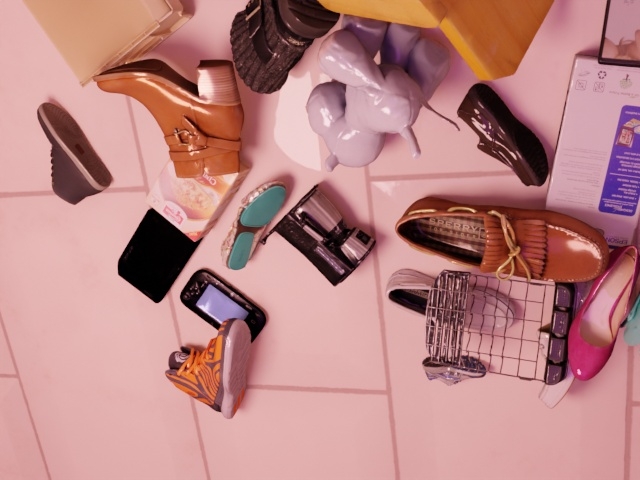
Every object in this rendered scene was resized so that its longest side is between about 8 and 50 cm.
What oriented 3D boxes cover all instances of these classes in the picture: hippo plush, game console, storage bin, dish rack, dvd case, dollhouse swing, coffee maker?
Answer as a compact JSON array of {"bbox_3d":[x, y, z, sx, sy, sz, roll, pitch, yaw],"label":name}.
[{"bbox_3d":[0.104,-0.248,1.302,0.294,0.234,0.236,51,147,8],"label":"hippo plush"},{"bbox_3d":[-0.276,0.094,1.610,0.361,0.044,0.213,36,117,-1],"label":"game console"},{"bbox_3d":[-0.424,-0.477,1.378,0.260,0.123,0.262,-29,100,24],"label":"storage bin"},{"bbox_3d":[0.337,0.159,1.357,0.271,0.074,0.208,7,95,18],"label":"dish rack"},{"bbox_3d":[0.591,-0.363,1.149,0.252,0.022,0.181,8,93,13],"label":"dvd case"},{"bbox_3d":[0.184,-0.467,1.145,0.315,0.305,0.347,22,78,35],"label":"dollhouse swing"},{"bbox_3d":[0.000,0.000,1.465,0.178,0.120,0.171,45,141,-3],"label":"coffee maker"}]

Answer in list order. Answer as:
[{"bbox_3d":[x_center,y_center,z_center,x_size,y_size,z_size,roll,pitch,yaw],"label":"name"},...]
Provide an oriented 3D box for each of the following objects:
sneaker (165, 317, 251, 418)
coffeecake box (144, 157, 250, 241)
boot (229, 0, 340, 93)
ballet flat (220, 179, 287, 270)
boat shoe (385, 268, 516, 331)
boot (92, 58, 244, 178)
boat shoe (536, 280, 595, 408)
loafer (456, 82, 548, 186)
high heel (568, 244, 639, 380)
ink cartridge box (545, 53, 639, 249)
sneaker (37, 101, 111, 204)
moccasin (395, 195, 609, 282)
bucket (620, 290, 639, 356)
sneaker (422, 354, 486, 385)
[{"bbox_3d":[-0.261,0.275,1.605,0.180,0.125,0.321,20,132,10],"label":"sneaker"},{"bbox_3d":[-0.258,-0.116,1.493,0.142,0.068,0.185,38,113,5],"label":"coffeecake box"},{"bbox_3d":[-0.057,-0.459,1.269,0.131,0.348,0.260,16,162,-20],"label":"boot"},{"bbox_3d":[-0.152,-0.043,1.499,0.091,0.077,0.241,12,123,-37],"label":"ballet flat"},{"bbox_3d":[0.260,0.130,1.442,0.267,0.088,0.096,21,115,8],"label":"boat shoe"},{"bbox_3d":[-0.285,-0.230,1.368,0.283,0.109,0.220,-1,117,2],"label":"boot"},{"bbox_3d":[0.471,0.196,1.407,0.096,0.098,0.277,18,106,9],"label":"boat shoe"},{"bbox_3d":[0.332,-0.185,1.309,0.220,0.080,0.078,54,139,2],"label":"loafer"},{"bbox_3d":[0.501,0.126,1.253,0.082,0.117,0.244,26,75,18],"label":"high heel"},{"bbox_3d":[0.502,-0.153,1.270,0.165,0.065,0.333,10,112,12],"label":"ink cartridge box"},{"bbox_3d":[-0.569,-0.183,1.561,0.118,0.083,0.222,-26,103,24],"label":"sneaker"},{"bbox_3d":[0.319,-0.001,1.292,0.379,0.147,0.139,19,117,26],"label":"moccasin"},{"bbox_3d":[0.687,0.142,1.227,0.281,0.281,0.183,25,115,5],"label":"bucket"},{"bbox_3d":[0.286,0.280,1.523,0.135,0.052,0.058,2,122,23],"label":"sneaker"}]
